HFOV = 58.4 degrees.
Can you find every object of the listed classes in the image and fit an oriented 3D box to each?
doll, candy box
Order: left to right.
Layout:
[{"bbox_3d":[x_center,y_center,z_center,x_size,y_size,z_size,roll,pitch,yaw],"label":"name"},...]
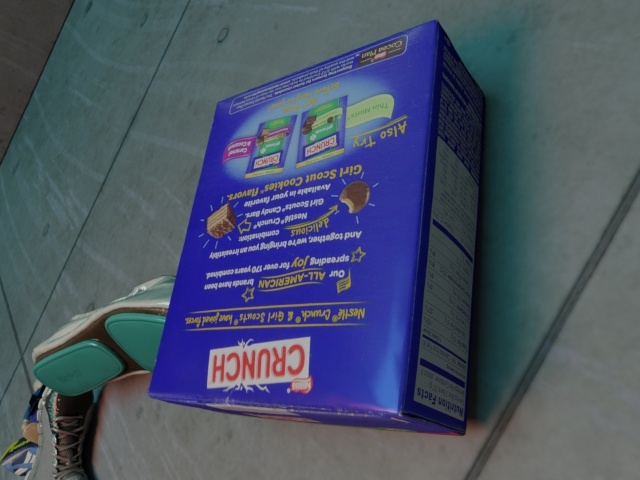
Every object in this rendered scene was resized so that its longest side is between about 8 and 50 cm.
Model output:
[{"bbox_3d":[-0.467,0.274,0.981,0.129,0.046,0.189,-51,24,-13],"label":"doll"},{"bbox_3d":[0.000,0.000,0.521,0.268,0.122,0.317,-8,62,37],"label":"candy box"}]

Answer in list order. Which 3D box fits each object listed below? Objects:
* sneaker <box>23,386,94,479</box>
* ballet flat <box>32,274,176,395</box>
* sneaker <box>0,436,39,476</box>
[{"bbox_3d":[-0.368,0.317,0.852,0.132,0.086,0.229,18,96,45],"label":"sneaker"},{"bbox_3d":[-0.234,0.111,0.755,0.400,0.139,0.139,-18,60,34],"label":"ballet flat"},{"bbox_3d":[-0.470,0.354,0.963,0.144,0.059,0.053,-27,21,19],"label":"sneaker"}]
